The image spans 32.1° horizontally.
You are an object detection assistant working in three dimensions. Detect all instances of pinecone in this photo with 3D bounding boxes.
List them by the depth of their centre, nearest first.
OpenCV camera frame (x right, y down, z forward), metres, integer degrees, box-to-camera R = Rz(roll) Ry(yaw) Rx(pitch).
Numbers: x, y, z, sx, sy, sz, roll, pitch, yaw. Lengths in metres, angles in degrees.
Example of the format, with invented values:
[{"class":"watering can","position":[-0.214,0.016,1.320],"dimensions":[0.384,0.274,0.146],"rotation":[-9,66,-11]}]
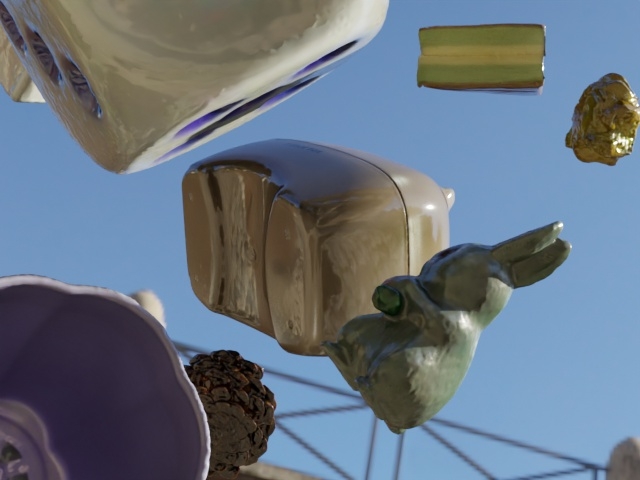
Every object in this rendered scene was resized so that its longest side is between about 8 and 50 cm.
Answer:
[{"class":"pinecone","position":[-0.136,0.220,1.494],"dimensions":[0.162,0.165,0.163],"rotation":[1,-69,4]}]

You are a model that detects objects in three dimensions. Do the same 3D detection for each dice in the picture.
[{"class":"dice","position":[-0.136,-0.244,1.091],"dimensions":[0.277,0.304,0.304],"rotation":[58,-18,-2]}]

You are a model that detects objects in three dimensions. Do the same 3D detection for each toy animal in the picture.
[{"class":"toy animal","position":[0.127,0.065,1.075],"dimensions":[0.125,0.251,0.127],"rotation":[46,-8,24]}]

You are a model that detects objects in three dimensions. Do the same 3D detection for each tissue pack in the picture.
[{"class":"tissue pack","position":[0.000,0.000,1.543],"dimensions":[0.276,0.268,0.387],"rotation":[-8,15,-32]}]

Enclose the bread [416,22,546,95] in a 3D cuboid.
[{"class":"bread","position":[0.178,-0.199,1.238],"dimensions":[0.139,0.074,0.084],"rotation":[-1,0,8]}]

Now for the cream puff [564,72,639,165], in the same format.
[{"class":"cream puff","position":[0.272,-0.113,1.056],"dimensions":[0.058,0.083,0.083],"rotation":[10,-23,-12]}]

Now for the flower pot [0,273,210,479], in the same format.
[{"class":"flower pot","position":[-0.259,0.186,0.958],"dimensions":[0.265,0.265,0.243],"rotation":[24,-29,-20]}]

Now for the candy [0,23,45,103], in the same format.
[{"class":"candy","position":[-0.350,-0.379,1.576],"dimensions":[0.359,0.208,0.145],"rotation":[-47,-23,27]}]
